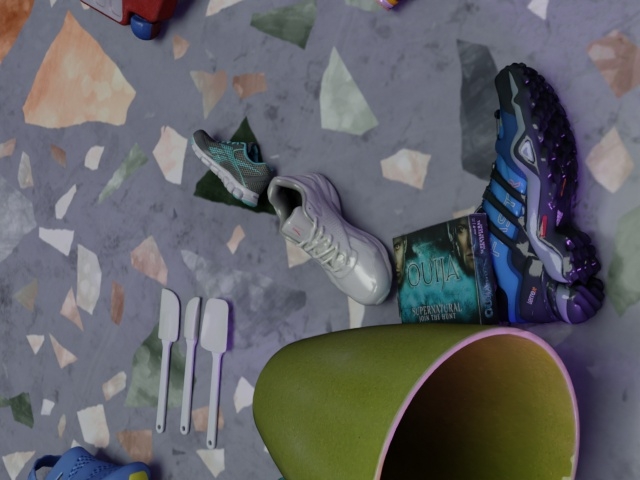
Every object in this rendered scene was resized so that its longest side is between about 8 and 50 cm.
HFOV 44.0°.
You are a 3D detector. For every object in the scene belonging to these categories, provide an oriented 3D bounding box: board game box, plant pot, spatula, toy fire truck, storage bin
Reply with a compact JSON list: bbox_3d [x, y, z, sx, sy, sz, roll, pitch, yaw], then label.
[{"bbox_3d":[0.144,0.043,0.952,0.186,0.026,0.126,160,106,-66],"label":"board game box"},{"bbox_3d":[0.065,0.198,0.830,0.293,0.275,0.274,10,95,53],"label":"plant pot"},{"bbox_3d":[-0.211,0.207,1.275,0.168,0.019,0.242,6,92,36],"label":"spatula"},{"bbox_3d":[-0.315,-0.474,1.302,0.302,0.169,0.253,34,133,33],"label":"toy fire truck"},{"bbox_3d":[0.136,0.210,0.968,0.098,0.091,0.135,28,104,34],"label":"storage bin"}]

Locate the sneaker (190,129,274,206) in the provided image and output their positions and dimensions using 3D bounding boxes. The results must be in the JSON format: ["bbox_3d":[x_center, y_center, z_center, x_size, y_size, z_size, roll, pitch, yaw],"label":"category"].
[{"bbox_3d":[-0.130,-0.125,1.206,0.076,0.065,0.166,-48,64,7],"label":"sneaker"}]

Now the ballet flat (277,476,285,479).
[{"bbox_3d":[-0.075,0.401,1.141,0.077,0.091,0.241,47,125,-7],"label":"ballet flat"}]

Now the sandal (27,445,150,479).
[{"bbox_3d":[-0.414,0.420,1.362,0.317,0.126,0.138,-25,70,33],"label":"sandal"}]

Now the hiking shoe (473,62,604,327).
[{"bbox_3d":[0.220,-0.049,0.898,0.132,0.113,0.304,-14,79,38],"label":"hiking shoe"}]

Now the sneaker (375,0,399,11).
[{"bbox_3d":[0.074,-0.397,1.052,0.084,0.069,0.185,-35,75,22],"label":"sneaker"}]

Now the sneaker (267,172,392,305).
[{"bbox_3d":[0.000,0.000,1.060,0.232,0.115,0.090,50,117,27],"label":"sneaker"}]
